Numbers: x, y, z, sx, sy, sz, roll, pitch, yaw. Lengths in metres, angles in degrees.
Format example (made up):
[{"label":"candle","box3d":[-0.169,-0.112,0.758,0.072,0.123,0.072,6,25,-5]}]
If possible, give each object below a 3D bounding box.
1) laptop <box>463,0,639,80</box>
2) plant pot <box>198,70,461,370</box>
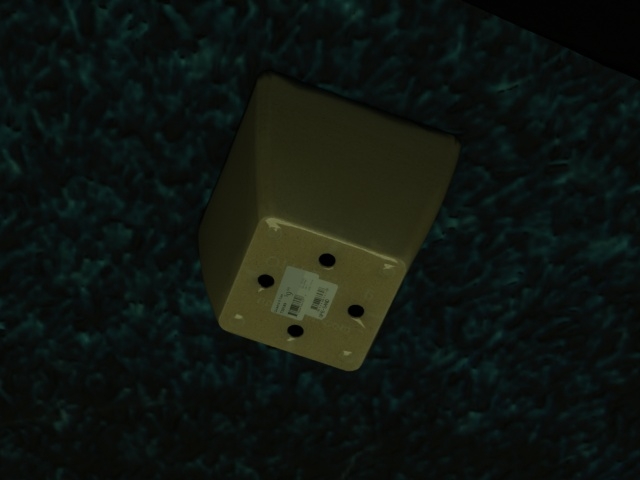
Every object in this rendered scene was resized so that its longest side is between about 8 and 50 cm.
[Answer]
[{"label":"laptop","box3d":[0.115,-0.258,0.566,0.408,0.236,0.382,-14,126,13]},{"label":"plant pot","box3d":[0.000,0.000,0.942,0.109,0.096,0.109,19,125,-8]}]
